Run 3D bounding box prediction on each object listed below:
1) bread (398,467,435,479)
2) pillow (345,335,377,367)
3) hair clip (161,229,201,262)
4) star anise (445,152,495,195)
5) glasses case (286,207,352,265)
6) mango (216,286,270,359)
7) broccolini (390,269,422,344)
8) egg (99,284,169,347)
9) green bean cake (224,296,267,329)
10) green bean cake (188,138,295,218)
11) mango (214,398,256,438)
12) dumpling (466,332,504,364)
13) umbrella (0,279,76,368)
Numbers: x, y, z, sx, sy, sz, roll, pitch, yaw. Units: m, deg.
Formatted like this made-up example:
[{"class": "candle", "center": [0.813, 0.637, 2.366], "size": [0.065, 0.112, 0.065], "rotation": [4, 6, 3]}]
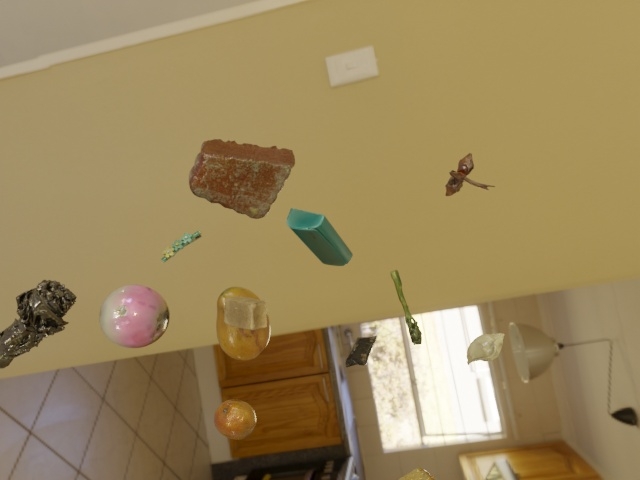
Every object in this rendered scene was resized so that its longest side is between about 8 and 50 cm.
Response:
[{"class": "bread", "center": [0.332, 0.895, 1.487], "size": [0.279, 0.207, 0.278], "rotation": [-172, -117, -73]}, {"class": "pillow", "center": [0.155, 0.425, 1.901], "size": [0.150, 0.091, 0.048], "rotation": [-57, 141, -43]}, {"class": "hair clip", "center": [-0.511, 0.015, 1.796], "size": [0.049, 0.173, 0.049], "rotation": [47, -16, 18]}, {"class": "star anise", "center": [0.527, -0.207, 1.754], "size": [0.144, 0.140, 0.158], "rotation": [40, -23, 23]}, {"class": "glasses case", "center": [0.001, 0.001, 1.541], "size": [0.070, 0.117, 0.301], "rotation": [-69, 153, -18]}, {"class": "mango", "center": [-0.377, 0.393, 2.364], "size": [0.221, 0.264, 0.377], "rotation": [17, -55, 56]}, {"class": "broccolini", "center": [0.281, 0.212, 1.569], "size": [0.071, 0.058, 0.254], "rotation": [-5, -78, 56]}, {"class": "egg", "center": [-0.562, 0.230, 1.511], "size": [0.271, 0.197, 0.196], "rotation": [164, -85, -82]}, {"class": "green bean cake", "center": [-0.293, 0.282, 1.927], "size": [0.085, 0.179, 0.109], "rotation": [-5, 95, -49]}, {"class": "green bean cake", "center": [-0.209, -0.177, 1.277], "size": [0.198, 0.233, 0.097], "rotation": [-62, -154, 21]}, {"class": "mango", "center": [-0.310, 0.652, 1.783], "size": [0.221, 0.152, 0.120], "rotation": [111, -2, -53]}, {"class": "dumpling", "center": [0.638, 0.420, 1.899], "size": [0.134, 0.170, 0.099], "rotation": [-25, 98, -79]}, {"class": "umbrella", "center": [-0.872, 0.249, 1.447], "size": [0.154, 0.337, 0.128], "rotation": [55, 9, -15]}]
